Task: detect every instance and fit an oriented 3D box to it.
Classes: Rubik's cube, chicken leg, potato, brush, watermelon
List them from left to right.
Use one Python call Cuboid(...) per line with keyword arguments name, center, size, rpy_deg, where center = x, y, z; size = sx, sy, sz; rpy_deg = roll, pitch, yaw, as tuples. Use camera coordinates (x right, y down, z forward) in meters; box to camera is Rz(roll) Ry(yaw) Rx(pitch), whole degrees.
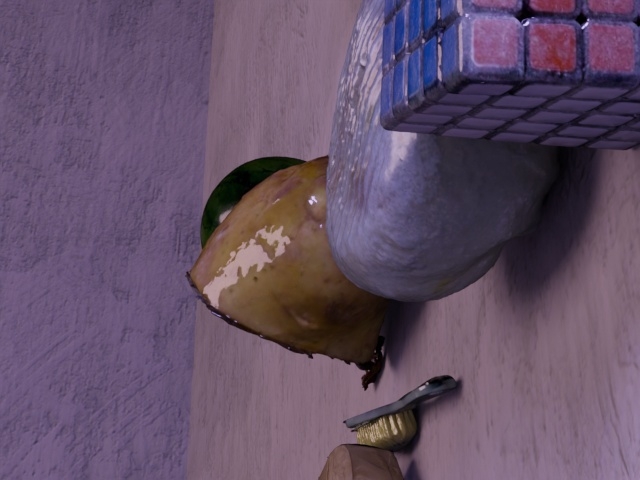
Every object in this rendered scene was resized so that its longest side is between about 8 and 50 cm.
Cuboid(name="watermelon", center=(-0.057, -0.006, 2.245), size=(0.242, 0.242, 0.242), rpy_deg=(-172, 90, -78))
Cuboid(name="potato", center=(0.000, 0.000, 1.968), size=(0.288, 0.300, 0.237), rpy_deg=(41, 108, 49))
Cuboid(name="chicken leg", center=(0.071, 0.167, 2.044), size=(0.036, 0.021, 0.083), rpy_deg=(-74, 0, -58))
Cuboid(name="brush", center=(0.097, 0.216, 1.820), size=(0.297, 0.068, 0.060), rpy_deg=(136, 121, -68))
Cuboid(name="Rubik's cube", center=(0.184, -0.210, 1.216), size=(0.237, 0.238, 0.237), rpy_deg=(153, 120, -77))

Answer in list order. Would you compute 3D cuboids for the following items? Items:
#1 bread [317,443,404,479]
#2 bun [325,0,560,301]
Cuboid(name="bread", center=(0.031, 0.367, 1.811), size=(0.212, 0.142, 0.224), rpy_deg=(-89, 15, -46))
Cuboid(name="bun", center=(0.124, -0.111, 1.527), size=(0.362, 0.211, 0.362), rpy_deg=(-175, 90, -78))
